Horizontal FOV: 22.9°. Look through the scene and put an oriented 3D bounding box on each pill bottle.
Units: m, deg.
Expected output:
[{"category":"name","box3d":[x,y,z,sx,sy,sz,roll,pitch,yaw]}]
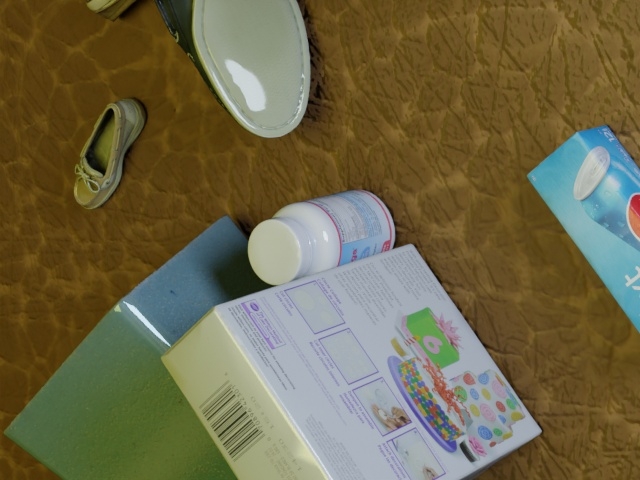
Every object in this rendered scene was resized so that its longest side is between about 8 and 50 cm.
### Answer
[{"category":"pill bottle","box3d":[0.000,0.000,1.608,0.087,0.160,0.087,8,104,35]}]

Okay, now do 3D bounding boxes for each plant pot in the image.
[{"category":"plant pot","box3d":[-0.132,0.174,1.696,0.252,0.248,0.247,45,122,1]}]

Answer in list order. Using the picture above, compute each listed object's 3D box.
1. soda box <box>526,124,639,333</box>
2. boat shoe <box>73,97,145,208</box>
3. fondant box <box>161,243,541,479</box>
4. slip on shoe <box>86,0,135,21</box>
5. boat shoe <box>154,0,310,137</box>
[{"category":"soda box","box3d":[0.287,-0.002,1.462,0.071,0.067,0.210,-43,75,33]},{"category":"boat shoe","box3d":[-0.255,-0.099,1.840,0.056,0.048,0.153,46,121,19]},{"category":"fondant box","box3d":[0.039,0.148,1.504,0.096,0.330,0.238,-43,74,35]},{"category":"slip on shoe","box3d":[-0.204,-0.291,1.774,0.135,0.051,0.041,-32,120,27]},{"category":"boat shoe","box3d":[-0.118,-0.259,1.677,0.340,0.127,0.113,63,155,0]}]
